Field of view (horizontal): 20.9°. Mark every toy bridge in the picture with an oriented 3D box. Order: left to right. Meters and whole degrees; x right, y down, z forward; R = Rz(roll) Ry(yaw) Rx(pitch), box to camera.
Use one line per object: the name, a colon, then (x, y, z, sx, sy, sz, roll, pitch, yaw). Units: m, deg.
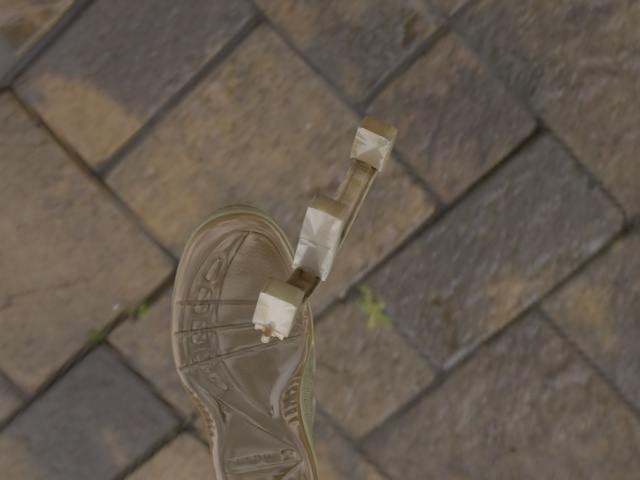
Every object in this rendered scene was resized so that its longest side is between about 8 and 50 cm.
toy bridge: (0.000, 0.000, 1.099, 0.026, 0.188, 0.063, 24, 137, 7)

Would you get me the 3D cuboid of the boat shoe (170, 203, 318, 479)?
boat shoe: (-0.065, 0.099, 1.541, 0.122, 0.110, 0.341, -3, 125, 1)
